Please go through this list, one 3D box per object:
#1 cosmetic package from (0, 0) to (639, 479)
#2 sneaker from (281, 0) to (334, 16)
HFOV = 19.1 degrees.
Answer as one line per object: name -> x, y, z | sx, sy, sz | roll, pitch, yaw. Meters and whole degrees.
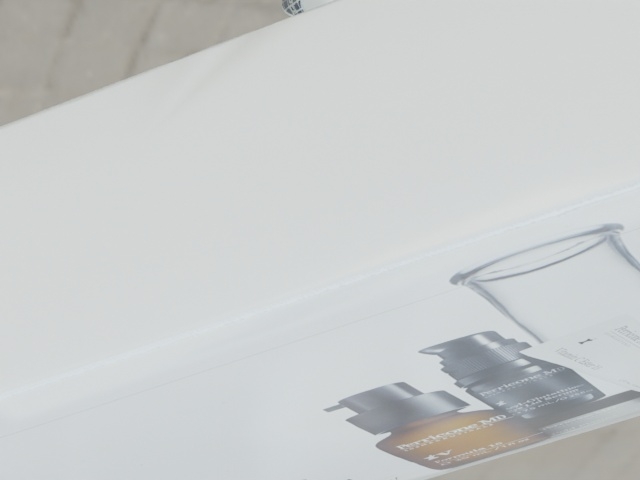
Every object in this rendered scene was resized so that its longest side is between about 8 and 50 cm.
cosmetic package -> 0.005, 0.021, 0.686 | 0.377, 0.097, 0.284 | -19, 158, 16
sneaker -> 0.071, -0.145, 1.534 | 0.095, 0.090, 0.235 | -14, 136, 39
